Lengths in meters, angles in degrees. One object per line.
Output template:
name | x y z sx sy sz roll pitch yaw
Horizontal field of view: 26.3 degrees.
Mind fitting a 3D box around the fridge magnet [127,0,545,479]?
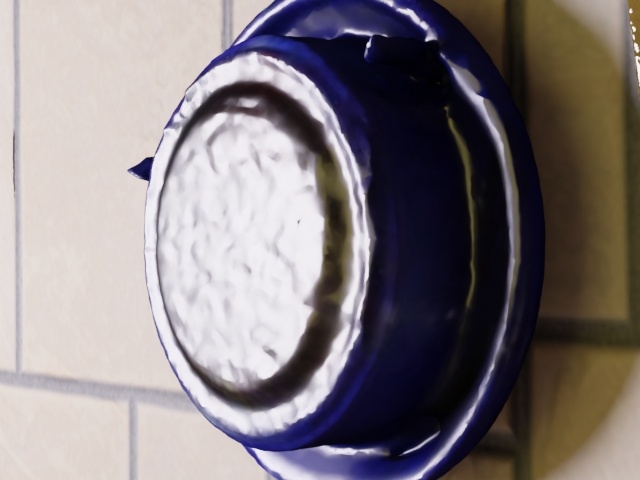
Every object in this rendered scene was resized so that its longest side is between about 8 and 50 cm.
fridge magnet | 0.000 0.000 0.683 0.265 0.113 0.265 4 95 51

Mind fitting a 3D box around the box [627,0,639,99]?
box | 0.161 -0.128 0.551 0.090 0.023 0.133 -15 78 52
